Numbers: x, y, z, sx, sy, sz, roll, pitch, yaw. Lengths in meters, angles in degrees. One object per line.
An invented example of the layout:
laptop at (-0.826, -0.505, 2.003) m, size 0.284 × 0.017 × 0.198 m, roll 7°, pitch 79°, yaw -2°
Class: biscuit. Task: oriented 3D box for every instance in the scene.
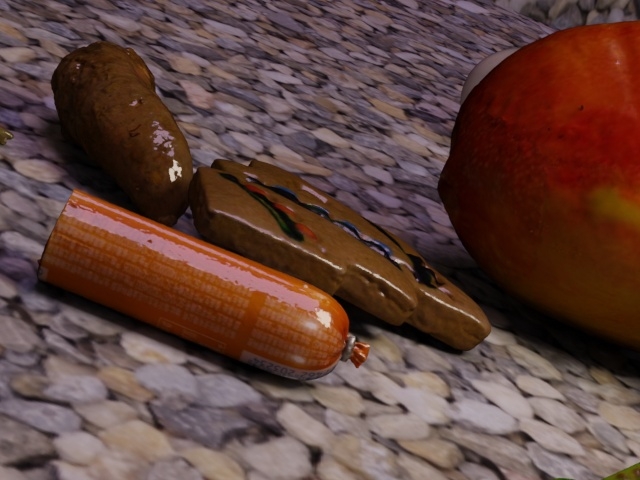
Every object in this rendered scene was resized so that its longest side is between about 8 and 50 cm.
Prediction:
biscuit at (0.001, -0.001, 1.544) m, size 0.278 × 0.043 × 0.301 m, roll 36°, pitch 12°, yaw 26°

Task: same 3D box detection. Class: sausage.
sausage at (-0.077, 0.039, 1.335) m, size 0.234 × 0.071 × 0.071 m, roll 23°, pitch 16°, yaw -1°

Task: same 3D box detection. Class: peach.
peach at (0.287, -0.049, 1.719) m, size 0.373 × 0.290 × 0.372 m, roll -5°, pitch 47°, yaw 5°

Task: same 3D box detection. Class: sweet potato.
sweet potato at (-0.181, -0.114, 1.671) m, size 0.114 × 0.092 × 0.341 m, roll 42°, pitch 8°, yaw -24°

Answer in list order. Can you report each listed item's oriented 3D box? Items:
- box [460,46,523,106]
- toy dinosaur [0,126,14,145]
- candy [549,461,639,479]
box at (0.343, -0.138, 2.370) m, size 0.289 × 0.141 × 0.349 m, roll 30°, pitch 17°, yaw 22°
toy dinosaur at (-0.330, -0.106, 1.542) m, size 0.162 × 0.039 × 0.126 m, roll 18°, pitch 5°, yaw 3°
candy at (0.279, 0.179, 1.354) m, size 0.149 × 0.069 × 0.246 m, roll 27°, pitch 37°, yaw 36°
